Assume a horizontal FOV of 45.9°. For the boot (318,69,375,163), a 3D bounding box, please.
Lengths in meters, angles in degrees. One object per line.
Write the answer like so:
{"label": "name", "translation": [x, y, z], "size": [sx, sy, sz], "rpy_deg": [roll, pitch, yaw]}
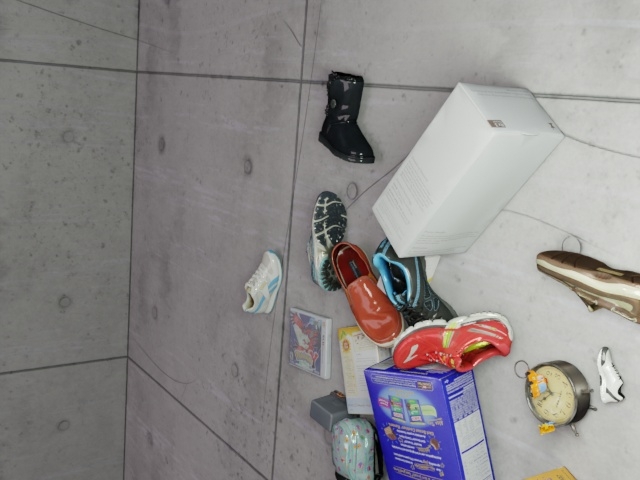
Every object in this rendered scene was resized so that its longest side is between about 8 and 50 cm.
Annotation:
{"label": "boot", "translation": [0.078, -0.334, 2.027], "size": [0.246, 0.094, 0.207], "rpy_deg": [44, 131, 52]}

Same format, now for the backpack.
{"label": "backpack", "translation": [0.094, 0.575, 2.059], "size": [0.152, 0.115, 0.182], "rpy_deg": [5, 94, 58]}

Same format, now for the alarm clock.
{"label": "alarm clock", "translation": [0.469, 0.300, 1.541], "size": [0.192, 0.064, 0.129], "rpy_deg": [34, 120, 46]}

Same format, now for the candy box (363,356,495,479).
{"label": "candy box", "translation": [0.255, 0.445, 1.771], "size": [0.268, 0.122, 0.317], "rpy_deg": [-5, 99, 54]}

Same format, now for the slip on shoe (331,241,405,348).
{"label": "slip on shoe", "translation": [0.115, 0.138, 1.977], "size": [0.123, 0.101, 0.331], "rpy_deg": [-33, 58, 12]}

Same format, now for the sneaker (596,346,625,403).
{"label": "sneaker", "translation": [0.556, 0.256, 1.444], "size": [0.043, 0.040, 0.109], "rpy_deg": [-8, 89, 39]}

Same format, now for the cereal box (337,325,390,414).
{"label": "cereal box", "translation": [0.125, 0.350, 2.053], "size": [0.173, 0.047, 0.240], "rpy_deg": [-15, 81, 54]}

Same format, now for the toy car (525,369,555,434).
{"label": "toy car", "translation": [0.444, 0.320, 1.514], "size": [0.040, 0.060, 0.122], "rpy_deg": [-15, 98, 12]}

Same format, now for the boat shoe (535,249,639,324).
{"label": "boat shoe", "translation": [0.515, 0.093, 1.437], "size": [0.257, 0.095, 0.095], "rpy_deg": [25, 119, 51]}

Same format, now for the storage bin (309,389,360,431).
{"label": "storage bin", "translation": [0.037, 0.487, 2.154], "size": [0.135, 0.091, 0.098], "rpy_deg": [24, 112, 51]}

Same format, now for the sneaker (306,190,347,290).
{"label": "sneaker", "translation": [0.000, 0.000, 2.157], "size": [0.122, 0.110, 0.283], "rpy_deg": [8, 99, 58]}

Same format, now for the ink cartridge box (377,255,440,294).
{"label": "ink cartridge box", "translation": [0.223, 0.060, 1.874], "size": [0.115, 0.067, 0.198], "rpy_deg": [46, 130, 42]}

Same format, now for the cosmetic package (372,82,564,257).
{"label": "cosmetic package", "translation": [0.304, -0.141, 1.618], "size": [0.385, 0.217, 0.156], "rpy_deg": [-57, 49, 38]}

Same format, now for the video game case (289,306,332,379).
{"label": "video game case", "translation": [-0.033, 0.309, 2.299], "size": [0.201, 0.023, 0.183], "rpy_deg": [10, 101, 55]}

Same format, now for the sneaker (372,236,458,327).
{"label": "sneaker", "translation": [0.216, 0.149, 1.760], "size": [0.125, 0.139, 0.341], "rpy_deg": [-25, 95, 35]}

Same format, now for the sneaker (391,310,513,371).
{"label": "sneaker", "translation": [0.282, 0.238, 1.654], "size": [0.279, 0.107, 0.118], "rpy_deg": [-20, 38, 22]}

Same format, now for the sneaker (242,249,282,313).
{"label": "sneaker", "translation": [-0.189, 0.139, 2.451], "size": [0.087, 0.092, 0.229], "rpy_deg": [38, 121, 49]}

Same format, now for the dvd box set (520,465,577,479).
{"label": "dvd box set", "translation": [0.302, 0.612, 1.495], "size": [0.062, 0.420, 0.308], "rpy_deg": [48, 129, 42]}
